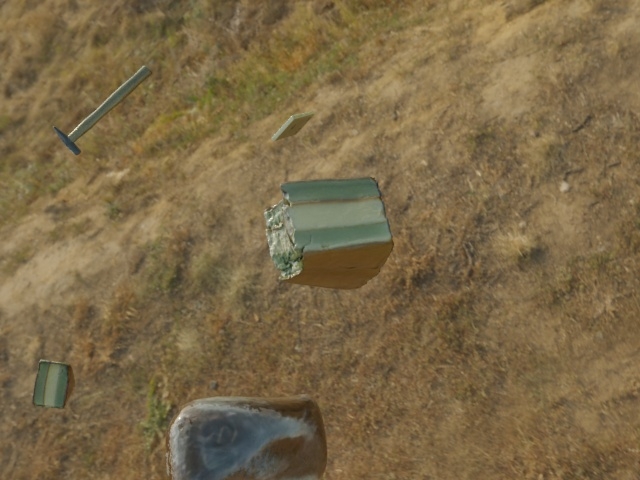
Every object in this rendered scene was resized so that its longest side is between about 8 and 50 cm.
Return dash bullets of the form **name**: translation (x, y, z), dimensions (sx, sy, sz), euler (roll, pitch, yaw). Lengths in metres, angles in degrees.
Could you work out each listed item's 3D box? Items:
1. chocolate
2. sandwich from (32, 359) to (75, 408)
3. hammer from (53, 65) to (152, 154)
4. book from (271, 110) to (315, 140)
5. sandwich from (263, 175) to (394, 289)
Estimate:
- **chocolate**: translation (-0.098, 0.305, 0.960), dimensions (0.080, 0.254, 0.156), euler (-42, 50, 53)
- **sandwich**: translation (-0.650, 0.333, 1.594), dimensions (0.163, 0.080, 0.113), euler (-150, 71, -78)
- **hammer**: translation (-0.377, -0.238, 1.127), dimensions (0.199, 0.062, 0.013), euler (-44, 8, -4)
- **book**: translation (-0.063, -0.268, 1.496), dimensions (0.014, 0.111, 0.077), euler (49, 120, 4)
- **sandwich**: translation (0.000, 0.000, 1.179), dimensions (0.199, 0.227, 0.155), euler (-6, 65, -13)
